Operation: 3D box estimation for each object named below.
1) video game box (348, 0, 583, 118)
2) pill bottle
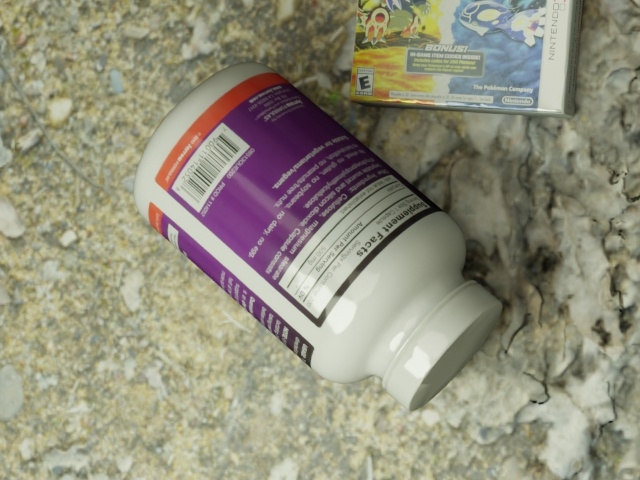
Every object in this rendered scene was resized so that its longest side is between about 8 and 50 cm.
[{"bbox_3d":[0.134,-0.209,1.569,0.205,0.048,0.187,5,88,20],"label":"video game box"},{"bbox_3d":[0.000,0.000,1.544,0.323,0.181,0.181,41,103,16],"label":"pill bottle"}]
